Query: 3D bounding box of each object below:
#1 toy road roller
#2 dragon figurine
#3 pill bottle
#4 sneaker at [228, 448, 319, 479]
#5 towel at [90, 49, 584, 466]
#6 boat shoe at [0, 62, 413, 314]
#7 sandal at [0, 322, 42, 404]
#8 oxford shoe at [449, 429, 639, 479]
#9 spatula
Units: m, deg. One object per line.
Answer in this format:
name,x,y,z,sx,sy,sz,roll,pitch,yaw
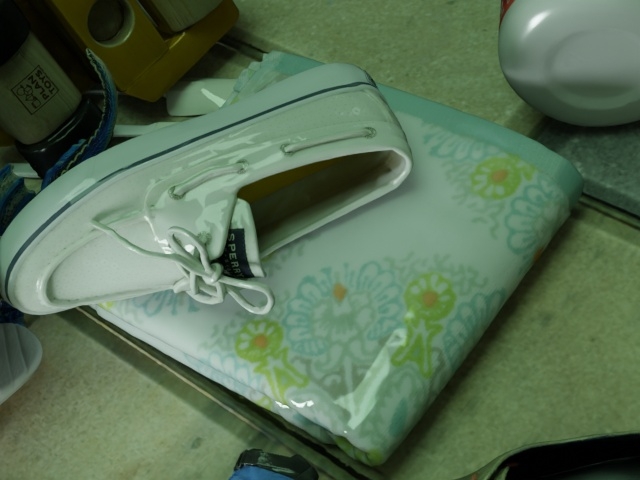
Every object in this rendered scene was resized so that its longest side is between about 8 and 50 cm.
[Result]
toy road roller,-0.276,-0.243,1.467,0.329,0.202,0.240,-45,37,-12
dragon figurine,-0.252,-0.028,1.294,0.085,0.289,0.144,40,43,19
pill bottle,0.263,-0.276,1.306,0.181,0.181,0.323,-5,51,18
sneaker,-0.071,0.213,1.125,0.152,0.058,0.084,-16,35,24
towel,0.000,0.000,1.252,0.374,0.090,0.320,24,67,34
boat shoe,-0.086,-0.006,1.161,0.367,0.136,0.156,-24,52,-9
sandal,-0.359,0.177,1.257,0.265,0.076,0.102,-33,57,-25
oxford shoe,0.106,0.206,1.009,0.348,0.130,0.123,-20,48,5
spatula,-0.211,-0.117,1.474,0.242,0.019,0.168,3,55,28
